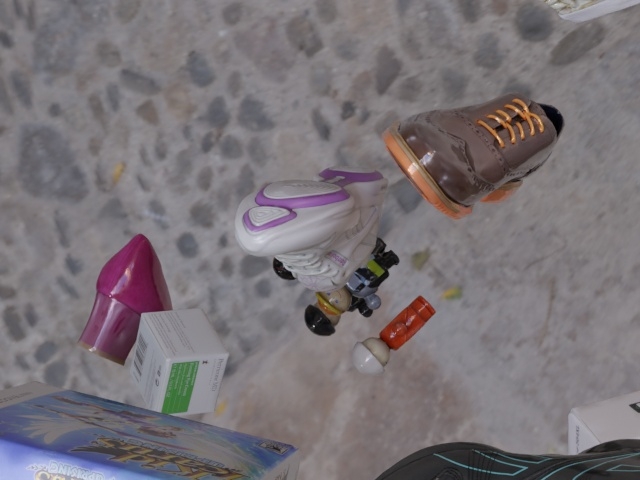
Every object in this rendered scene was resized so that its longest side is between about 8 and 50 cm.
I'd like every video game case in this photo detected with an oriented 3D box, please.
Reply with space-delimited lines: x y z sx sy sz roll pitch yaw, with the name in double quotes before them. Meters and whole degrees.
"video game case" -0.172 0.187 1.079 0.270 0.244 0.061 12 93 10

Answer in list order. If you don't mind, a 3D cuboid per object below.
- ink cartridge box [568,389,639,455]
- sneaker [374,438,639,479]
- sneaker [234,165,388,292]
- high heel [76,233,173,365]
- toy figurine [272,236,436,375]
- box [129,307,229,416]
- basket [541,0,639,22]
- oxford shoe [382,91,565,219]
"ink cartridge box" 0.387 0.243 1.437 0.203 0.086 0.148 -13 119 -12
"sneaker" 0.140 0.178 0.820 0.267 0.106 0.101 -9 94 -15
"sneaker" 0.000 0.000 1.500 0.114 0.305 0.152 10 104 25
"high heel" -0.236 0.111 1.959 0.127 0.377 0.181 25 86 14
"toy figurine" 0.041 0.075 1.903 0.148 0.209 0.213 -43 42 -7
"box" -0.182 0.156 1.641 0.102 0.087 0.101 52 136 45
"basket" 0.267 -0.320 1.282 0.113 0.103 0.167 -10 66 51
"oxford shoe" 0.177 -0.115 1.428 0.133 0.364 0.130 -40 81 23
